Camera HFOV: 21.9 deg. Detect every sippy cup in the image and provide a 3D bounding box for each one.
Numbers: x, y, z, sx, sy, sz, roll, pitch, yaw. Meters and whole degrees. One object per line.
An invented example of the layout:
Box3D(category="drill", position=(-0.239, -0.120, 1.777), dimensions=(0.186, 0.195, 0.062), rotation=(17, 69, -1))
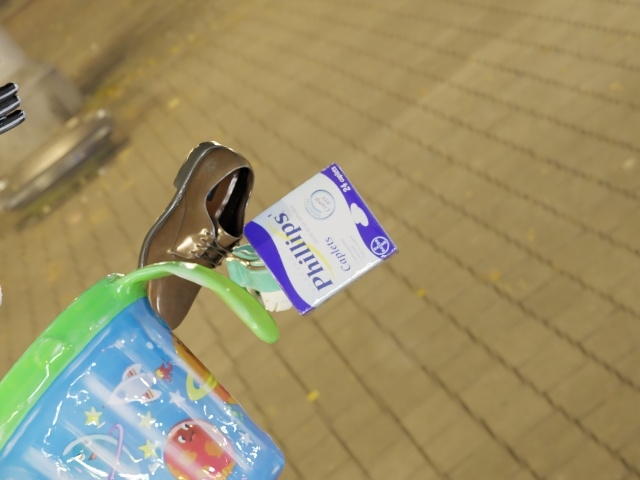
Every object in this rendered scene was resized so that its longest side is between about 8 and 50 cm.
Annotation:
Box3D(category="sippy cup", position=(-0.161, 0.185, 1.430), dimensions=(0.240, 0.224, 0.305), rotation=(-46, -7, -44))

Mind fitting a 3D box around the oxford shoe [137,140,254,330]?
Box3D(category="oxford shoe", position=(-0.140, 0.003, 1.854), dimensions=(0.096, 0.082, 0.227), rotation=(24, 94, 49))

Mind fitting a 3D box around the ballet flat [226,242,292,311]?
Box3D(category="ballet flat", position=(-0.064, 0.052, 2.245), dimensions=(0.083, 0.087, 0.247), rotation=(-16, 8, -17))

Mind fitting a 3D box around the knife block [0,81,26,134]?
Box3D(category="knife block", position=(-0.477, -0.110, 1.891), dimensions=(0.088, 0.242, 0.276), rotation=(19, 85, 50))

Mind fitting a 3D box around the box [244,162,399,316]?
Box3D(category="box", position=(0.000, 0.000, 1.912), dimensions=(0.137, 0.126, 0.072), rotation=(-35, -4, 3))

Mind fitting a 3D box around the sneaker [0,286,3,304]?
Box3D(category="sneaker", position=(-0.279, 0.008, 1.037), dimensions=(0.067, 0.175, 0.064), rotation=(-59, 20, -21))
